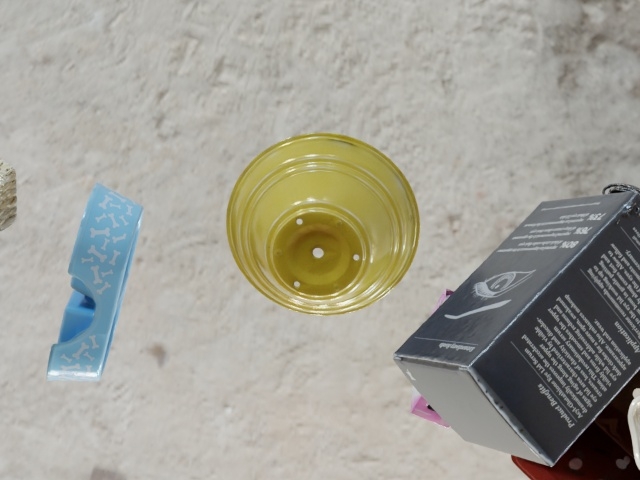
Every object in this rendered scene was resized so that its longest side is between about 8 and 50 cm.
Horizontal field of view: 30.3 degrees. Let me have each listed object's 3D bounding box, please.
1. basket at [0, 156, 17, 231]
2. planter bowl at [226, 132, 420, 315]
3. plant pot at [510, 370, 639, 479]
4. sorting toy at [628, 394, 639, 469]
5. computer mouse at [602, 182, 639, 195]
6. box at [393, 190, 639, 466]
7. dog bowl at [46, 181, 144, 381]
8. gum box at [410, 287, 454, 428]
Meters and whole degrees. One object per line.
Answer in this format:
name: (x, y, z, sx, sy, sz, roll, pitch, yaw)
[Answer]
basket: (-0.484, -0.046, 1.534, 0.103, 0.167, 0.113, 33, 137, 21)
planter bowl: (0.000, 0.000, 1.277, 0.217, 0.090, 0.217, 1, 111, 3)
plant pot: (0.495, 0.298, 1.773, 0.267, 0.235, 0.267, 44, 113, 16)
sorting toy: (0.220, 0.130, 0.758, 0.044, 0.083, 0.075, -19, 156, 35)
computer mouse: (0.445, 0.020, 1.696, 0.184, 0.262, 0.060, 16, 134, 35)
box: (0.185, 0.068, 0.969, 0.207, 0.153, 0.108, -44, 102, -14)
dog bowl: (-0.310, 0.067, 1.643, 0.074, 0.166, 0.297, 14, 113, -6)
gum box: (0.180, 0.168, 1.682, 0.062, 0.188, 0.107, 22, 120, -6)
